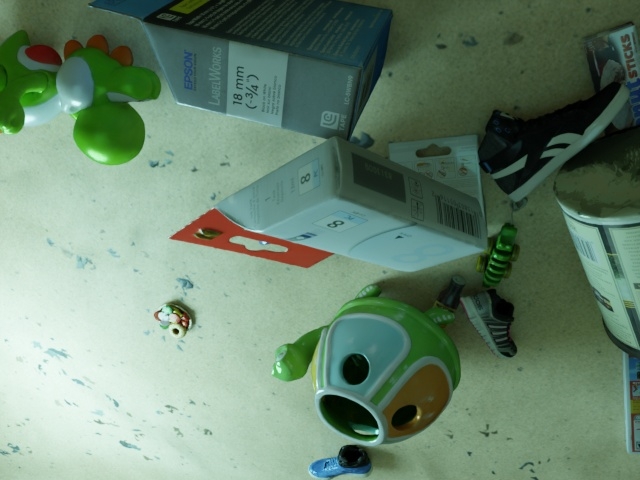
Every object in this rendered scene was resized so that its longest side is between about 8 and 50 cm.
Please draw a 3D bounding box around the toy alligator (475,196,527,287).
[{"bbox_3d":[0.300,0.015,0.982,0.056,0.051,0.189,15,126,6],"label":"toy alligator"}]

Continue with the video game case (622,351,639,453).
[{"bbox_3d":[0.663,0.286,1.077,0.204,0.025,0.285,-6,121,20],"label":"video game case"}]

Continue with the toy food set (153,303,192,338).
[{"bbox_3d":[-0.317,0.170,1.281,0.083,0.020,0.083,34,126,-8],"label":"toy food set"}]

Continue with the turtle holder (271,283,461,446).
[{"bbox_3d":[0.077,0.220,1.064,0.320,0.227,0.243,31,136,15],"label":"turtle holder"}]

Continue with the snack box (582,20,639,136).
[{"bbox_3d":[0.415,-0.204,0.821,0.064,0.022,0.178,-15,118,25],"label":"snack box"}]

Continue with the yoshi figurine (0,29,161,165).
[{"bbox_3d":[-0.436,-0.205,0.974,0.362,0.203,0.203,1,139,12],"label":"yoshi figurine"}]

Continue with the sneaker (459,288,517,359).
[{"bbox_3d":[0.318,0.147,1.058,0.075,0.063,0.170,-32,118,18],"label":"sneaker"}]

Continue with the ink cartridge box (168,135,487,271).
[{"bbox_3d":[0.000,0.000,0.893,0.308,0.091,0.385,15,152,-41],"label":"ink cartridge box"}]

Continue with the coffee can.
[{"bbox_3d":[0.465,0.007,0.822,0.202,0.201,0.275,-18,122,25],"label":"coffee can"}]

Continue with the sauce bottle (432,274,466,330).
[{"bbox_3d":[0.227,0.117,1.078,0.042,0.042,0.128,18,125,4],"label":"sauce bottle"}]

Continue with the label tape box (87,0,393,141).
[{"bbox_3d":[-0.090,-0.260,0.795,0.334,0.240,0.105,15,127,7],"label":"label tape box"}]

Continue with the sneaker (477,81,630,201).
[{"bbox_3d":[0.307,-0.161,0.836,0.121,0.079,0.217,42,127,2],"label":"sneaker"}]

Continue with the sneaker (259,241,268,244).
[{"bbox_3d":[-0.023,-0.062,1.016,0.232,0.081,0.090,-18,97,30],"label":"sneaker"}]

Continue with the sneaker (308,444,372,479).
[{"bbox_3d":[0.040,0.512,1.383,0.152,0.058,0.084,-4,127,14],"label":"sneaker"}]

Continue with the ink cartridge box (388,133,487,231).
[{"bbox_3d":[0.191,-0.079,0.970,0.146,0.045,0.179,-3,104,19],"label":"ink cartridge box"}]
